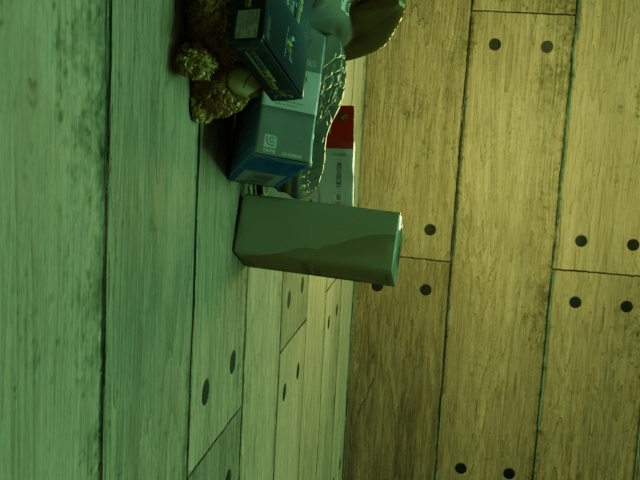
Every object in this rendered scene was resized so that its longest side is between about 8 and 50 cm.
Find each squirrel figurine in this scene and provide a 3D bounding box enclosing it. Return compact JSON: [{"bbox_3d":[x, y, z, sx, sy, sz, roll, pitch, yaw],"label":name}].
[{"bbox_3d":[-0.003,-0.536,2.005,0.397,0.281,0.370,108,-18,-60],"label":"squirrel figurine"}]

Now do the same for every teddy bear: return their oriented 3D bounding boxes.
[{"bbox_3d":[-0.144,-0.335,1.448,0.245,0.113,0.338,-61,154,-66],"label":"teddy bear"}]

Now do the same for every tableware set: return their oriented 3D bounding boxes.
[{"bbox_3d":[-0.117,-0.160,1.961,0.194,0.039,0.128,86,12,-47],"label":"tableware set"}]

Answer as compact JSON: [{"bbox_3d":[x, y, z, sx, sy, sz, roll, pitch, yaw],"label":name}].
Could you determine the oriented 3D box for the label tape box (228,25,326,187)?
[{"bbox_3d":[-0.075,-0.279,1.690,0.240,0.106,0.333,160,-62,-73],"label":"label tape box"}]

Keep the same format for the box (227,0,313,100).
[{"bbox_3d":[-0.068,-0.353,1.448,0.183,0.059,0.232,49,44,-64],"label":"box"}]

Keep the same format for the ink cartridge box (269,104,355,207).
[{"bbox_3d":[-0.020,-0.177,2.106,0.066,0.189,0.232,-81,172,-57],"label":"ink cartridge box"}]

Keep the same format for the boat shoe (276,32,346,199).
[{"bbox_3d":[-0.041,-0.247,1.865,0.123,0.116,0.324,13,94,-63],"label":"boat shoe"}]

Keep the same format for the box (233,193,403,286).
[{"bbox_3d":[0.000,0.000,1.894,0.148,0.311,0.121,61,37,-73],"label":"box"}]
